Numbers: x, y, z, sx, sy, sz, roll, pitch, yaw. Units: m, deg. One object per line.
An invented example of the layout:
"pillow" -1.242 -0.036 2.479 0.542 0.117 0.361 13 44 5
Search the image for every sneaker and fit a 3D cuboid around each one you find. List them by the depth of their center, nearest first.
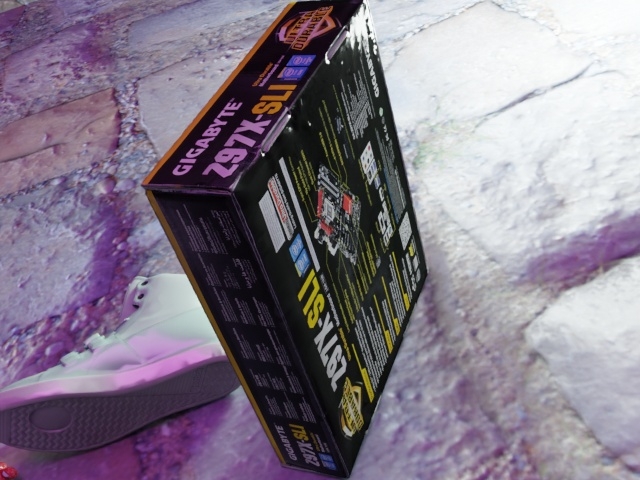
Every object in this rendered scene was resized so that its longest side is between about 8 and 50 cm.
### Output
"sneaker" -0.212 0.116 0.799 0.256 0.094 0.151 -15 43 -9

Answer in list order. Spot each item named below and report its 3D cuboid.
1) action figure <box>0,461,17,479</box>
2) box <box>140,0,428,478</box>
"action figure" -0.351 0.234 0.774 0.115 0.030 0.038 -7 35 13
"box" 0.000 0.000 0.664 0.079 0.322 0.257 5 45 27
